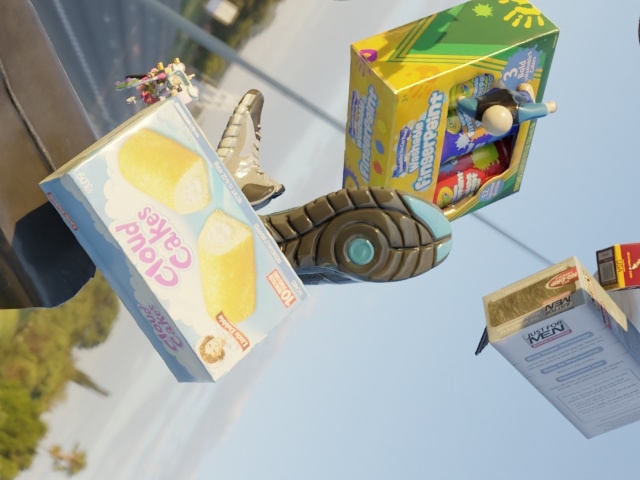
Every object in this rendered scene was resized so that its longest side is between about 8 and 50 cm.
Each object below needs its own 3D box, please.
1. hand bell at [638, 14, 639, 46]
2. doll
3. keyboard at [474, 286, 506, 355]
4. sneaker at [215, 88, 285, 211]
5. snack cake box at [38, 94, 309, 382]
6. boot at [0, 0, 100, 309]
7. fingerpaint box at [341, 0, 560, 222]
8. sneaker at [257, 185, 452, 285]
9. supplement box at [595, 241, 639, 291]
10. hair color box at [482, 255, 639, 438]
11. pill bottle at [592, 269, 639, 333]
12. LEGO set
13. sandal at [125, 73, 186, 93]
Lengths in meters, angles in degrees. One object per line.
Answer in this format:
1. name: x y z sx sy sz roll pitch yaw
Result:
1. hand bell: 0.404 -0.329 1.261 0.126 0.126 0.242 -105 -162 -78
2. doll: 0.241 -0.173 1.380 0.189 0.129 0.046 -44 138 -66
3. keyboard: 0.409 0.185 2.449 0.100 0.038 0.192 -49 161 -41
4. sneaker: -0.108 -0.130 1.757 0.086 0.132 0.228 119 -5 -74
5. snack cake box: -0.150 0.002 1.122 0.152 0.264 0.089 -43 -161 -31
6. boot: -0.304 -0.192 1.204 0.146 0.445 0.367 -4 -154 49
7. fingerpaint box: 0.241 -0.224 2.086 0.371 0.163 0.445 -23 144 -21
8. sneaker: 0.000 0.000 1.397 0.139 0.341 0.125 50 36 -86
9. supplement box: 0.606 0.043 1.919 0.104 0.188 0.080 124 -39 -82
10. hair color box: 0.467 0.201 1.908 0.185 0.374 0.113 -27 -139 25
11. pill bottle: 0.778 0.135 2.288 0.204 0.361 0.204 175 -90 -75
12. LEGO set: -0.330 -0.255 2.022 0.107 0.132 0.287 -23 171 -28
13. sandal: -0.350 -0.328 2.233 0.179 0.067 0.040 6 -81 45
